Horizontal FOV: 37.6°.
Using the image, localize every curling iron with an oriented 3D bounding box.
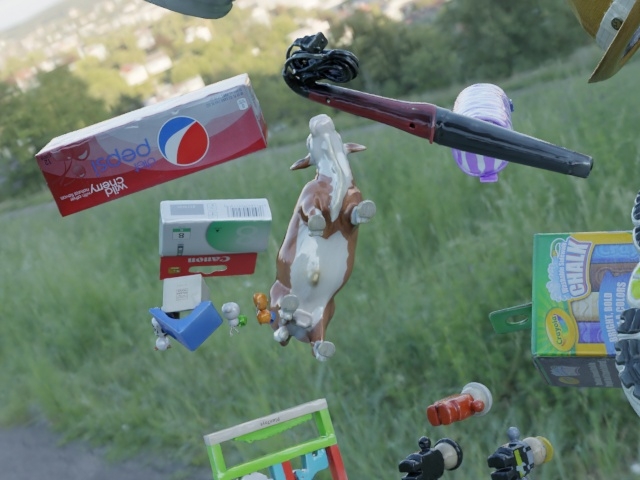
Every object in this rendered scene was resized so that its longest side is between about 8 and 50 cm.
[{"bbox_3d":[0.086,-0.102,0.761,0.274,0.068,0.035,25,70,15],"label":"curling iron"}]

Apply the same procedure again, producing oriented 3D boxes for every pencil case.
[{"bbox_3d":[0.219,-0.151,1.275,0.086,0.088,0.206,-1,21,12],"label":"pencil case"}]

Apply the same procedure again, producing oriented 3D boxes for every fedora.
[{"bbox_3d":[0.261,-0.226,0.793,0.194,0.079,0.194,-48,-14,-17],"label":"fedora"}]

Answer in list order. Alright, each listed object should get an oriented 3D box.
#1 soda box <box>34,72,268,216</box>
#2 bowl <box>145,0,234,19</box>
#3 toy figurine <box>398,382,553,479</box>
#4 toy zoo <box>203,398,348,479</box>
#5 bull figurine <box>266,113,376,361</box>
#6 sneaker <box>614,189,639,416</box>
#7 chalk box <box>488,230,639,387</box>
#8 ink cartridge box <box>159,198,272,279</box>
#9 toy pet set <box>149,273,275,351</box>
[{"bbox_3d":[-0.198,-0.116,1.131,0.263,0.083,0.092,-18,19,5],"label":"soda box"},{"bbox_3d":[-0.083,-0.212,0.502,0.134,0.298,0.298,-58,7,21],"label":"bowl"},{"bbox_3d":[0.265,0.374,1.607,0.209,0.213,0.148,37,29,32],"label":"toy figurine"},{"bbox_3d":[-0.043,0.399,1.371,0.192,0.293,0.030,-14,-4,-24],"label":"toy zoo"},{"bbox_3d":[0.000,0.000,1.194,0.101,0.310,0.188,10,11,-7],"label":"bull figurine"},{"bbox_3d":[0.301,0.038,0.739,0.107,0.118,0.279,3,52,40],"label":"sneaker"},{"bbox_3d":[0.282,0.073,0.954,0.213,0.132,0.132,-1,68,20],"label":"chalk box"},{"bbox_3d":[-0.187,0.017,1.623,0.181,0.224,0.056,-2,51,-13],"label":"ink cartridge box"},{"bbox_3d":[-0.114,0.087,0.939,0.122,0.114,0.065,-9,58,7],"label":"toy pet set"}]
